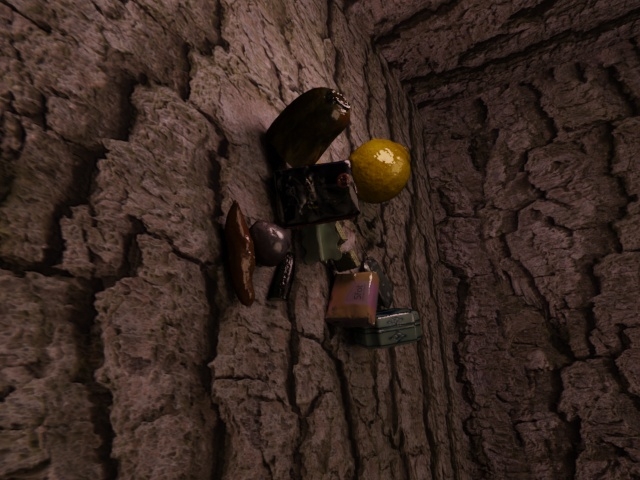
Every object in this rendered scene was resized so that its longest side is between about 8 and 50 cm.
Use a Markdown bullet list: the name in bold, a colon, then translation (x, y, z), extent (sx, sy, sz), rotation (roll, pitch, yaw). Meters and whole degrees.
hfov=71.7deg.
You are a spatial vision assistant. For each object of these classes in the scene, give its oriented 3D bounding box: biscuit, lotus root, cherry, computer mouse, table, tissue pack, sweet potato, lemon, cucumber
- **biscuit**: translation (0.083, 0.027, 2.032), extent (0.046, 0.147, 0.249), rotation (-30, 97, -36)
- **lotus root**: translation (-0.039, -0.467, 1.813), extent (0.250, 0.346, 0.250), rotation (40, 24, -23)
- **cherry**: translation (-0.190, 0.013, 1.593), extent (0.176, 0.140, 0.176), rotation (29, 39, -27)
- **computer mouse**: translation (0.280, 0.197, 2.373), extent (0.167, 0.090, 0.379), rotation (-37, 104, -59)
- **table**: translation (0.000, 0.000, 1.901), extent (0.167, 0.167, 0.198), rotation (5, 74, -59)
- **tissue pack**: translation (0.151, 0.269, 1.998), extent (0.123, 0.215, 0.256), rotation (61, 32, -43)
- **sweet potato**: translation (-0.268, 0.046, 1.490), extent (0.106, 0.095, 0.354), rotation (146, -63, -73)
- **lemon**: translation (0.314, -0.378, 2.387), extent (0.349, 0.387, 0.349), rotation (56, 11, -16)
- **tissue pack**: translation (-0.017, -0.184, 1.793), extent (0.123, 0.333, 0.244), rotation (119, -38, -80)
- **cucumber**: translation (-0.137, 0.137, 1.696), extent (0.074, 0.075, 0.241), rotation (52, 36, -36)

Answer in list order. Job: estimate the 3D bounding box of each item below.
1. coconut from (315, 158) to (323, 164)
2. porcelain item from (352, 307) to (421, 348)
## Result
- **coconut**: translation (-0.047, -0.342, 2.013), extent (0.122, 0.116, 0.116), rotation (49, 39, -46)
- **porcelain item**: translation (0.305, 0.405, 2.081), extent (0.286, 0.282, 0.157), rotation (153, -69, -77)
